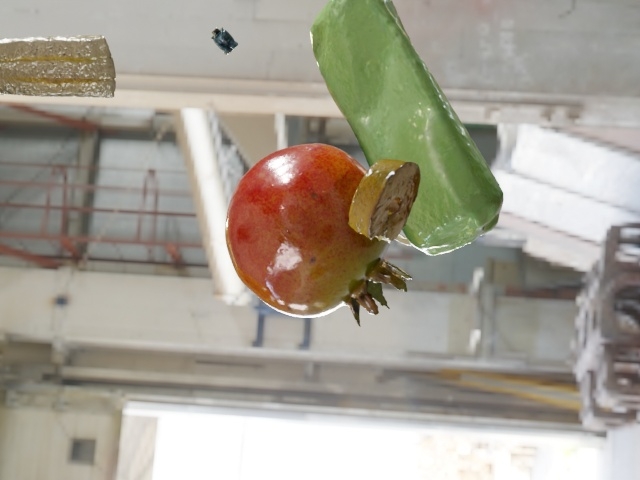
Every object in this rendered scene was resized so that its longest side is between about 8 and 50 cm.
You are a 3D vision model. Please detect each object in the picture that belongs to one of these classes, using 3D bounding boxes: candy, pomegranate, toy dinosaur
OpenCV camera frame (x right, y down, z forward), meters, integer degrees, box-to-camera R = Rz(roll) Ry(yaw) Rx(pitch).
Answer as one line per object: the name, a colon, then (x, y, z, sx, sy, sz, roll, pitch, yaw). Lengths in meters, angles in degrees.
candy: (0.106, -0.148, 1.560, 0.142, 0.132, 0.344, -13, -108, -53)
pomegranate: (0.000, 0.000, 1.618, 0.221, 0.256, 0.221, -53, -5, -7)
toy dinosaur: (-0.169, -0.348, 2.191, 0.030, 0.047, 0.083, -44, 15, 1)

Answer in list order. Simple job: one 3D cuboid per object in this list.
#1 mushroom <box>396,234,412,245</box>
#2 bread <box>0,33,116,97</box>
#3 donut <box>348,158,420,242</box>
mushroom: (0.111, -0.009, 2.032, 0.286, 0.026, 0.028, 4, 117, 54)
bread: (-0.337, -0.216, 1.585, 0.105, 0.152, 0.077, -133, 37, -70)
donut: (0.068, -0.046, 1.365, 0.097, 0.043, 0.108, -66, -20, -1)
